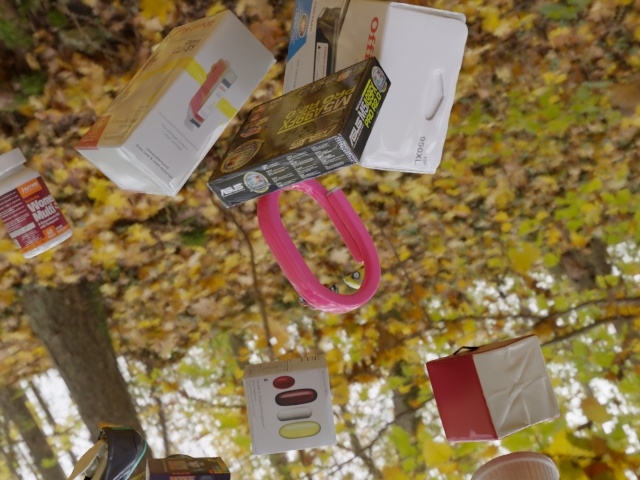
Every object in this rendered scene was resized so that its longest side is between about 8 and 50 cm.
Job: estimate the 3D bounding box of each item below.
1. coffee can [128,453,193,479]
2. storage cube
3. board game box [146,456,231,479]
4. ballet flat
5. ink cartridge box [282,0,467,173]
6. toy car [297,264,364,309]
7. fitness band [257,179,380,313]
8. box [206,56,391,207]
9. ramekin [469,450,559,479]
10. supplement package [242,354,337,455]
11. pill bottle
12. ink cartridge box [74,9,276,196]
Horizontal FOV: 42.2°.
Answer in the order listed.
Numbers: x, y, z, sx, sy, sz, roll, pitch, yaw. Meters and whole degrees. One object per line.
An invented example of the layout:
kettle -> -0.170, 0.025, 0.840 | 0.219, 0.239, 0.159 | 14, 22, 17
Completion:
coffee can -> -0.379, 0.619, 1.844 | 0.275, 0.201, 0.201 | -35, -177, 29
storage cube -> 0.376, 0.328, 1.819 | 0.183, 0.215, 0.193 | -12, 171, -26
board game box -> -0.241, 0.426, 1.496 | 0.141, 0.048, 0.170 | 3, 174, -13
ballet flat -> -0.288, 0.319, 1.016 | 0.203, 0.074, 0.074 | -64, -163, -11
ink cartridge box -> 0.081, -0.310, 1.578 | 0.166, 0.285, 0.395 | 2, -164, -27
toy car -> 0.031, 0.133, 2.045 | 0.239, 0.053, 0.225 | -26, -179, 18
fitness band -> 0.000, 0.000, 1.571 | 0.209, 0.291, 0.054 | -27, 173, -45
box -> -0.033, -0.174, 1.339 | 0.270, 0.060, 0.216 | -16, -145, 35
ramekin -> 0.442, 0.575, 1.846 | 0.207, 0.207, 0.109 | -25, -143, 12
supplement package -> -0.074, 0.395, 2.007 | 0.203, 0.194, 0.149 | -8, -177, -2
pill bottle -> -0.646, -0.082, 1.808 | 0.121, 0.221, 0.121 | -26, -168, 6
ink cartridge box -> -0.316, -0.296, 1.801 | 0.279, 0.160, 0.385 | 7, -122, 54
